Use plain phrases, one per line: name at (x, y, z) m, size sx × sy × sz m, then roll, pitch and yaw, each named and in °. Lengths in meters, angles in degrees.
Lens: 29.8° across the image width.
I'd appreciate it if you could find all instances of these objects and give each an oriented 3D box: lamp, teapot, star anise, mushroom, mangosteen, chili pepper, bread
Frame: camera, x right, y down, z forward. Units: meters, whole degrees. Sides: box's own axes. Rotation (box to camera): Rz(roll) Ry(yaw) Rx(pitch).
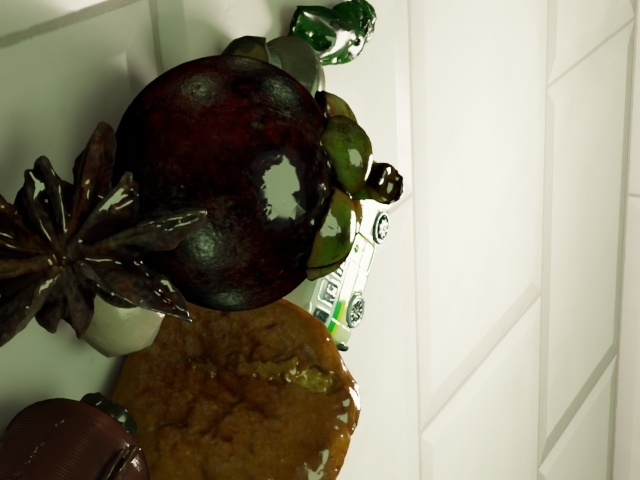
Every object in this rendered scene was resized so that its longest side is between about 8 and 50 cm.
lamp at (-0.273, 0.268, 1.236) m, size 0.258 × 0.180 × 0.180 m, roll -58°, pitch 145°, yaw -34°
teapot at (-0.072, -0.187, 1.531) m, size 0.119 × 0.130 × 0.165 m, roll 12°, pitch 121°, yaw -47°
star anise at (-0.250, 0.010, 1.164) m, size 0.283 × 0.129 × 0.212 m, roll -18°, pitch 104°, yaw -12°
mushroom at (-0.242, 0.052, 1.303) m, size 0.088 × 0.097 × 0.212 m, roll -75°, pitch 148°, yaw -44°
mangosteen at (-0.084, -0.068, 1.338) m, size 0.300 × 0.300 × 0.300 m, roll -29°, pitch 124°, yaw -55°
chili pepper at (0.014, -0.292, 1.698) m, size 0.224 × 0.061 × 0.098 m, roll -32°, pitch 133°, yaw -56°
bread at (-0.099, 0.212, 1.443) m, size 0.172 × 0.312 × 0.312 m, roll 84°, pitch 28°, yaw -60°

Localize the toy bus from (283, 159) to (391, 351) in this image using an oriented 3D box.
toy bus at (0.000, 0.000, 1.691) m, size 0.165 × 0.134 × 0.276 m, roll 38°, pitch 65°, yaw -59°
